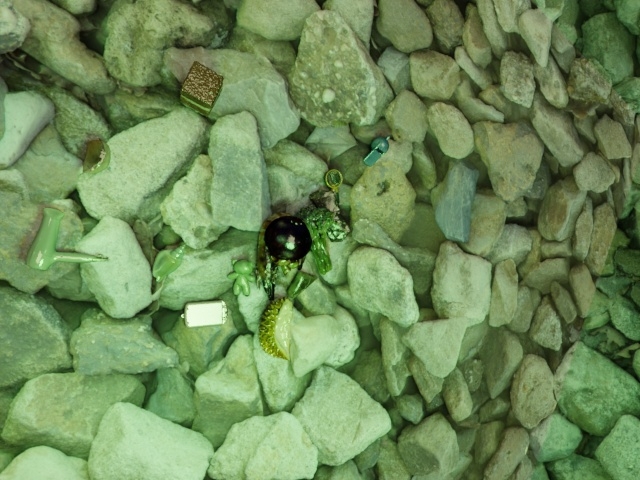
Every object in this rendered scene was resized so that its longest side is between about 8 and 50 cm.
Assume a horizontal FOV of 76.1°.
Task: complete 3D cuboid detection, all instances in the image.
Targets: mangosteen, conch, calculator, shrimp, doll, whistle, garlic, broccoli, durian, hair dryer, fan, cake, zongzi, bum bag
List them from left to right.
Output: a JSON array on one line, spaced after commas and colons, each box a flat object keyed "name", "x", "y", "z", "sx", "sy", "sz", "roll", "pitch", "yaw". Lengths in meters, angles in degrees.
[{"name": "hair dryer", "x": -0.842, "y": 0.017, "z": 1.396, "sx": 0.237, "sy": 0.075, "sz": 0.206, "roll": 18, "pitch": 75, "yaw": -29}, {"name": "garlic", "x": -0.778, "y": -0.282, "z": 1.429, "sx": 0.084, "sy": 0.066, "sz": 0.152, "roll": 5, "pitch": 82, "yaw": 4}, {"name": "conch", "x": -0.557, "y": 0.071, "z": 1.505, "sx": 0.088, "sy": 0.065, "sz": 0.180, "roll": 42, "pitch": 82, "yaw": -18}, {"name": "cake", "x": -0.447, "y": -0.559, "z": 1.529, "sx": 0.134, "sy": 0.147, "sz": 0.135, "roll": 27, "pitch": 78, "yaw": -22}, {"name": "calculator", "x": -0.442, "y": 0.281, "z": 1.565, "sx": 0.175, "sy": 0.032, "sz": 0.100, "roll": -1, "pitch": 88, "yaw": -23}, {"name": "doll", "x": -0.308, "y": 0.145, "z": 1.616, "sx": 0.115, "sy": 0.077, "sz": 0.150, "roll": 8, "pitch": 97, "yaw": 14}, {"name": "durian", "x": -0.180, "y": 0.337, "z": 1.610, "sx": 0.183, "sy": 0.138, "sz": 0.249, "roll": 20, "pitch": 77, "yaw": -54}, {"name": "shrimp", "x": -0.150, "y": 0.065, "z": 1.684, "sx": 0.233, "sy": 0.071, "sz": 0.365, "roll": 7, "pitch": 80, "yaw": -28}, {"name": "mangosteen", "x": -0.129, "y": 0.019, "z": 1.572, "sx": 0.194, "sy": 0.194, "sz": 0.230, "roll": 6, "pitch": 111, "yaw": -23}, {"name": "zongzi", "x": -0.081, "y": 0.207, "z": 1.723, "sx": 0.130, "sy": 0.062, "sz": 0.154, "roll": 23, "pitch": 98, "yaw": -56}, {"name": "broccoli", "x": -0.006, "y": 0.003, "z": 1.708, "sx": 0.165, "sy": 0.145, "sz": 0.304, "roll": -6, "pitch": 113, "yaw": 18}, {"name": "bum bag", "x": 0.047, "y": -0.109, "z": 1.766, "sx": 0.102, "sy": 0.069, "sz": 0.248, "roll": -22, "pitch": 100, "yaw": 22}, {"name": "fan", "x": 0.055, "y": -0.232, "z": 1.794, "sx": 0.082, "sy": 0.039, "sz": 0.155, "roll": -8, "pitch": 96, "yaw": -24}, {"name": "whistle", "x": 0.260, "y": -0.419, "z": 1.875, "sx": 0.090, "sy": 0.090, "sz": 0.158, "roll": 37, "pitch": 114, "yaw": -18}]
